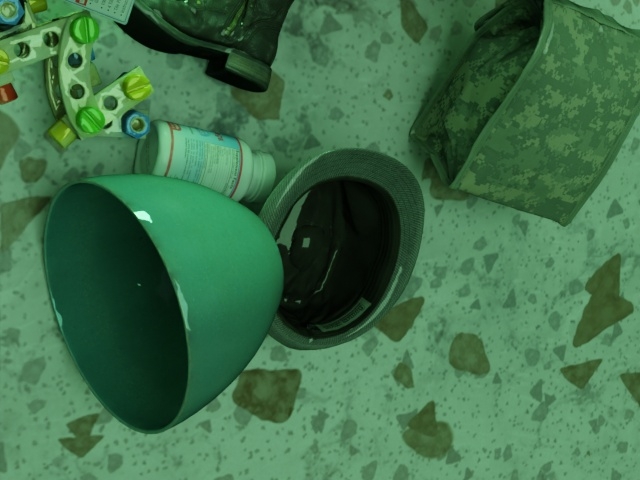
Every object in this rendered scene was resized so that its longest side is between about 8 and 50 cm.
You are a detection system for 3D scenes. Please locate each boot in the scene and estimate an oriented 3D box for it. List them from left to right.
[{"bbox_3d":[-0.122,-0.325,1.290,0.263,0.091,0.229,25,80,-35],"label":"boot"}]

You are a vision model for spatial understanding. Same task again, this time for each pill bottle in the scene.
[{"bbox_3d":[-0.139,-0.091,1.308,0.160,0.087,0.087,10,93,-32],"label":"pill bottle"}]

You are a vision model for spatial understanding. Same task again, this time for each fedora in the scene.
[{"bbox_3d":[0.000,0.000,1.382,0.243,0.124,0.276,4,106,-28],"label":"fedora"}]

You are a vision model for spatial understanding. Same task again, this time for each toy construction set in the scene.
[{"bbox_3d":[-0.348,-0.154,1.150,0.327,0.151,0.215,-32,114,-34],"label":"toy construction set"}]

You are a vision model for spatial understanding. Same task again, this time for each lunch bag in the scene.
[{"bbox_3d":[0.301,-0.193,1.454,0.235,0.169,0.287,15,120,-32],"label":"lunch bag"}]

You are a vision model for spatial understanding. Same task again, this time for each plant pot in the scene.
[{"bbox_3d":[-0.158,0.048,1.222,0.195,0.290,0.290,-20,109,-38],"label":"plant pot"}]

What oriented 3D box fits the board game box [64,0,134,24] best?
[{"bbox_3d":[-0.295,-0.425,1.075,0.318,0.066,0.319,19,106,-16],"label":"board game box"}]
